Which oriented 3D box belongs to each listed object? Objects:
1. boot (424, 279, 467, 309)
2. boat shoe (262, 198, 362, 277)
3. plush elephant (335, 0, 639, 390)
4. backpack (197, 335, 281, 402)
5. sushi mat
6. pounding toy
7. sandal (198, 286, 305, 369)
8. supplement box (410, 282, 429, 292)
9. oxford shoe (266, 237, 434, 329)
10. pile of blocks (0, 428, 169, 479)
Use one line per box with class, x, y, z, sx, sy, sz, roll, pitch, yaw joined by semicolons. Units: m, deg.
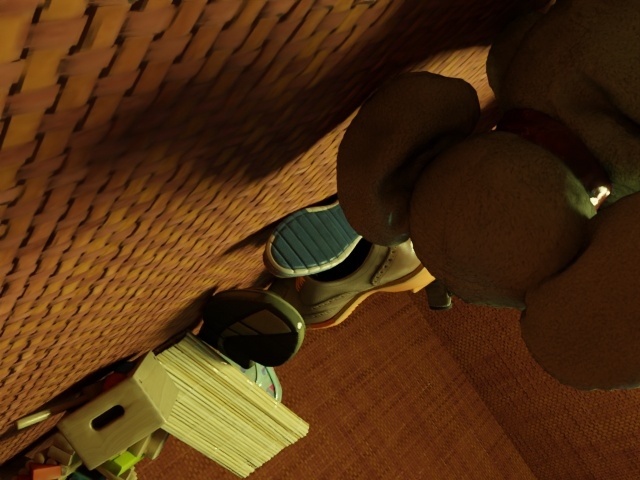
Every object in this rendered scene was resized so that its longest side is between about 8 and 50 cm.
boot;0.261;-0.020;1.151;0.118;0.222;0.338;-29;172;-33
boat shoe;0.000;0.000;0.694;0.183;0.066;0.066;-28;172;-46
plush elephant;0.172;-0.042;0.439;0.255;0.272;0.330;-49;141;12
backpack;-0.160;0.243;1.128;0.166;0.188;0.144;-33;173;-10
sushi mat;-0.163;0.266;1.024;0.151;0.316;0.019;-38;-144;6
pounding toy;-0.270;0.206;0.814;0.141;0.100;0.130;-32;-172;0
sandal;-0.095;0.105;0.881;0.086;0.120;0.303;-50;-173;-23
supplement box;0.155;-0.006;1.048;0.078;0.080;0.233;-33;154;-10
oxford shoe;0.007;0.038;0.952;0.133;0.129;0.364;14;149;-36
pile of blocks;-0.399;0.373;1.061;0.362;0.149;0.113;-35;174;14
